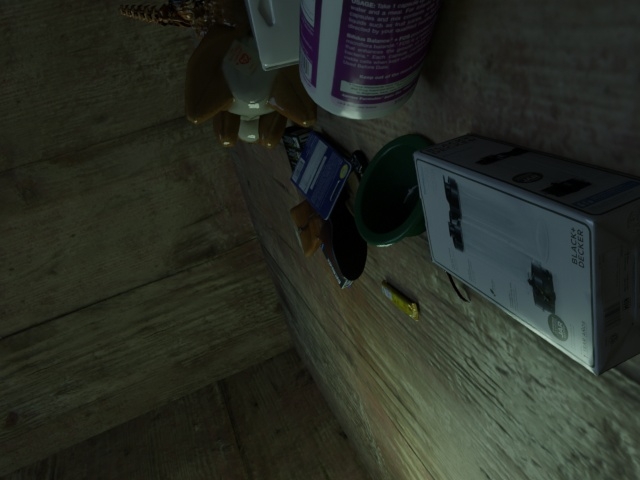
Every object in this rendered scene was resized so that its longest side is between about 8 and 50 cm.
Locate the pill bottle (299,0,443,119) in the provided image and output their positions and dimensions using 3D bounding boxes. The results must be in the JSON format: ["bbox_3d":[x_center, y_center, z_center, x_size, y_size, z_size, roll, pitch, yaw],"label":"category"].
[{"bbox_3d":[0.060,-0.295,0.602,0.301,0.169,0.169,98,148,-65],"label":"pill bottle"}]

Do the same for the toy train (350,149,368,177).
[{"bbox_3d":[0.102,-0.114,1.039,0.158,0.027,0.036,64,156,19],"label":"toy train"}]

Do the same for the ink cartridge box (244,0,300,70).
[{"bbox_3d":[-0.082,-0.449,0.931,0.273,0.114,0.198,-108,5,-52],"label":"ink cartridge box"}]

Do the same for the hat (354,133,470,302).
[{"bbox_3d":[0.174,-0.044,0.862,0.173,0.183,0.209,36,105,55],"label":"hat"}]

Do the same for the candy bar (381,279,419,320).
[{"bbox_3d":[0.172,0.129,1.157,0.161,0.018,0.040,-140,35,-65],"label":"candy bar"}]

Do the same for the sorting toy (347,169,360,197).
[{"bbox_3d":[0.074,-0.133,1.150,0.083,0.012,0.062,67,165,4],"label":"sorting toy"}]

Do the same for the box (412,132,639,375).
[{"bbox_3d":[0.222,-0.009,0.580,0.290,0.087,0.169,-138,29,-62],"label":"box"}]

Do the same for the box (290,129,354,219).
[{"bbox_3d":[0.007,-0.148,1.187,0.136,0.036,0.225,-64,33,20],"label":"box"}]

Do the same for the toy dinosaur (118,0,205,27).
[{"bbox_3d":[-0.345,-0.632,1.348,0.164,0.322,0.219,-5,107,46],"label":"toy dinosaur"}]

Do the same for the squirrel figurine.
[{"bbox_3d":[-0.173,-0.418,1.287,0.370,0.280,0.397,-159,62,-86],"label":"squirrel figurine"}]

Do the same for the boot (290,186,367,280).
[{"bbox_3d":[0.000,0.000,1.340,0.264,0.096,0.280,68,154,8],"label":"boot"}]

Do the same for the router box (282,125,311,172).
[{"bbox_3d":[-0.051,-0.235,1.416,0.179,0.046,0.133,-140,30,-65],"label":"router box"}]

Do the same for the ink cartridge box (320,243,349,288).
[{"bbox_3d":[0.038,0.029,1.488,0.208,0.045,0.206,104,142,-71],"label":"ink cartridge box"}]
